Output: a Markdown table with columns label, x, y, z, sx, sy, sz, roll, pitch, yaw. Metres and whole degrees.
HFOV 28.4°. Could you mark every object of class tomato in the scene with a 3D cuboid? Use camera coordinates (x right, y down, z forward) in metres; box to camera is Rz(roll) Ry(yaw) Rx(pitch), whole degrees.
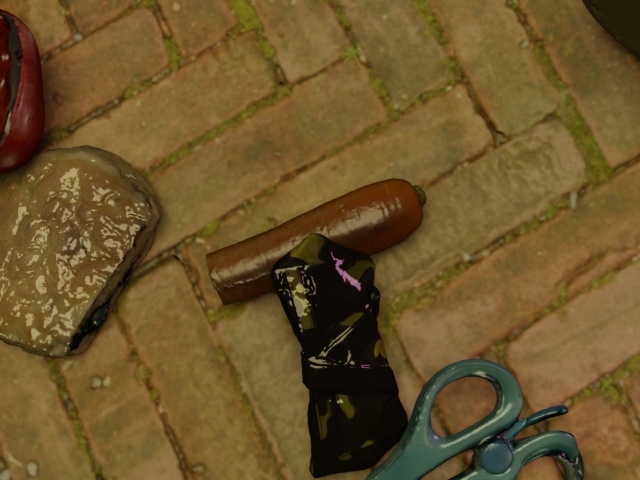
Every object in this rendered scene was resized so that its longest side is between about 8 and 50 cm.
| label | x | y | z | sx | sy | sz | roll | pitch | yaw |
| --- | --- | --- | --- | --- | --- | --- | --- | --- | --- |
| tomato | -0.324 | -0.145 | 1.281 | 0.166 | 0.082 | 0.174 | 6 | 79 | 42 |

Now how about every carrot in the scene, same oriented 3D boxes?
| label | x | y | z | sx | sy | sz | roll | pitch | yaw |
| --- | --- | --- | --- | --- | --- | --- | --- | --- | --- |
| carrot | 0.000 | 0.000 | 1.234 | 0.225 | 0.067 | 0.067 | -22 | 77 | 4 |

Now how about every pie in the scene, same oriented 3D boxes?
| label | x | y | z | sx | sy | sz | roll | pitch | yaw |
| --- | --- | --- | --- | --- | --- | --- | --- | --- | --- |
| pie | -0.269 | 0.001 | 1.271 | 0.185 | 0.052 | 0.218 | 33 | 85 | 11 |

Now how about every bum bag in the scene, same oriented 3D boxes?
| label | x | y | z | sx | sy | sz | roll | pitch | yaw |
| --- | --- | --- | --- | --- | --- | --- | --- | --- | --- |
| bum bag | 0.018 | 0.105 | 1.188 | 0.106 | 0.060 | 0.232 | -12 | 99 | -19 |

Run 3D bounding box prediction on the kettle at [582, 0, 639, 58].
| label | x | y | z | sx | sy | sz | roll | pitch | yaw |
| --- | --- | --- | --- | --- | --- | --- | --- | --- | --- |
| kettle | 0.481 | -0.299 | 1.135 | 0.361 | 0.250 | 0.377 | 31 | 88 | 3 |

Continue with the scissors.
| label | x | y | z | sx | sy | sz | roll | pitch | yaw |
| --- | --- | --- | --- | --- | --- | --- | --- | --- | --- |
| scissors | 0.058 | 0.253 | 1.176 | 0.393 | 0.032 | 0.180 | -30 | 94 | 2 |
